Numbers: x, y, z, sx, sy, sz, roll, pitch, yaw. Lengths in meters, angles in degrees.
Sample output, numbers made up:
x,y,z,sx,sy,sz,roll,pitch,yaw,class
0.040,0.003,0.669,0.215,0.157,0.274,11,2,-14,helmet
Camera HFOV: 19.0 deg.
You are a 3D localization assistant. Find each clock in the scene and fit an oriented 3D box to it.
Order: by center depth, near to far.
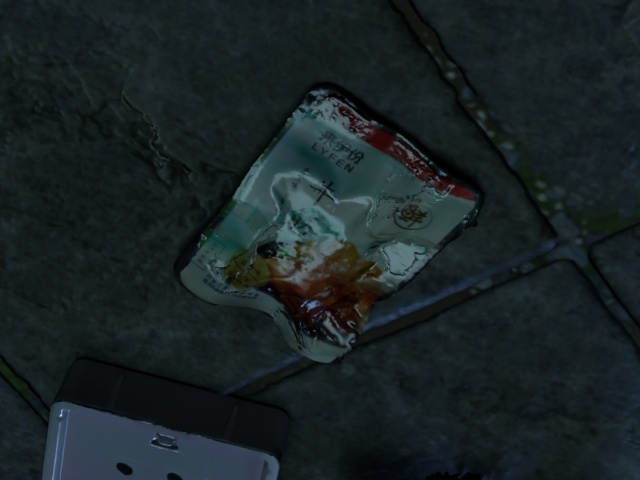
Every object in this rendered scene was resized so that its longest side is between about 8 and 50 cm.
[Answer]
x,y,z,sx,sy,sz,roll,pitch,yaw,class
-0.134,0.192,1.633,0.197,0.063,0.150,14,127,2,clock

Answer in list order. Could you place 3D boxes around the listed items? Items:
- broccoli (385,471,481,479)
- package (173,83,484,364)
x,y,z,sx,sy,sz,roll,pitch,yaw,class
0.056,0.351,1.642,0.361,0.221,0.252,-35,147,31,broccoli
0.000,0.000,1.481,0.166,0.040,0.232,35,124,-12,package
